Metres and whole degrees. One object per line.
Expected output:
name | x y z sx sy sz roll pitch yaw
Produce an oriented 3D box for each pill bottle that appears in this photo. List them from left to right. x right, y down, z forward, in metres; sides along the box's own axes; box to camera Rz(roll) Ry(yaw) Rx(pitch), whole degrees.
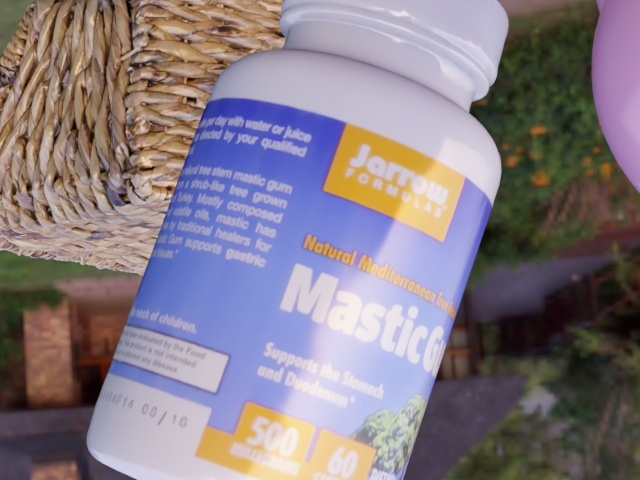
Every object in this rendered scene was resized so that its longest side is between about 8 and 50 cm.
pill bottle | 0.000 0.000 0.675 0.152 0.272 0.152 19 172 3

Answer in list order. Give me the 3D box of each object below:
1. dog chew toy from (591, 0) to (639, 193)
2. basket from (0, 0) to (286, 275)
dog chew toy | 0.196 -0.118 0.511 0.207 0.206 0.332 -11 -146 38
basket | -0.122 -0.096 1.107 0.223 0.213 0.299 -11 166 37
